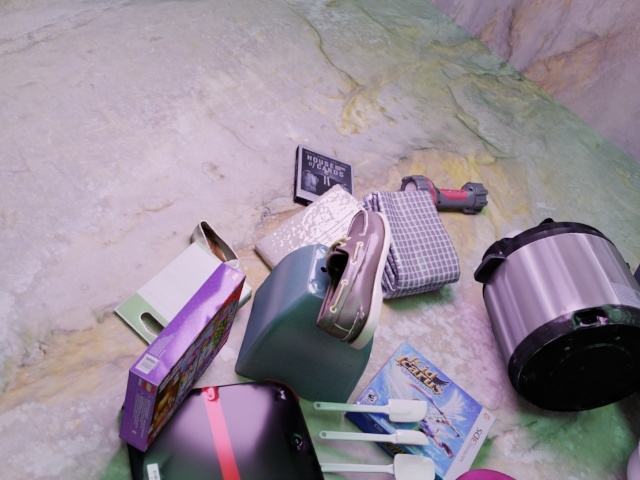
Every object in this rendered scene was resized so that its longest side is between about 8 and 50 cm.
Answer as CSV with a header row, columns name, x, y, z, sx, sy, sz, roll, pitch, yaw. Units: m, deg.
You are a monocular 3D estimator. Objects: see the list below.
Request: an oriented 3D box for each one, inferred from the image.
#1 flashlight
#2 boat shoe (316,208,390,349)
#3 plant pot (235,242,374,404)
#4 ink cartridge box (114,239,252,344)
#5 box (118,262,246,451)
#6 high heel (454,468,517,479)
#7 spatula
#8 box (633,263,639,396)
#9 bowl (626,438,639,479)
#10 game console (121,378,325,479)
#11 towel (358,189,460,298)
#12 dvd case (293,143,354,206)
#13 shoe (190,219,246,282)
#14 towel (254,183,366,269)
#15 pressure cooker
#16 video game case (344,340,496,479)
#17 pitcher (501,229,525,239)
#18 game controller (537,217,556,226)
name,x,y,z,sx,sy,sz,roll,pitch,yaw
flashlight,0.385,-0.147,2.077,0.304,0.103,0.103,-2,55,-32
boat shoe,0.059,0.051,1.267,0.096,0.116,0.324,24,46,-14
plant pot,0.000,0.153,1.408,0.247,0.252,0.247,23,40,-11
ink cartridge box,-0.282,0.131,1.410,0.171,0.056,0.235,40,62,11
box,-0.238,0.199,1.187,0.057,0.201,0.293,27,41,7
high heel,0.257,0.520,1.238,0.377,0.127,0.181,0,10,-14
spatula,0.105,0.395,1.341,0.242,0.019,0.168,5,62,-10
box,1.020,0.233,1.690,0.297,0.472,0.480,17,19,-19
bowl,0.822,0.593,1.565,0.297,0.134,0.298,17,41,-16
game console,-0.153,0.430,1.190,0.341,0.060,0.387,-2,49,-26
towel,0.224,-0.003,1.759,0.235,0.121,0.284,-8,73,-36
dvd case,0.013,-0.168,1.920,0.179,0.030,0.239,18,42,-16
shoe,-0.229,0.045,1.524,0.076,0.058,0.219,-14,57,-40
towel,0.000,0.000,1.644,0.282,0.049,0.187,-36,69,-17
pressure cooker,0.604,0.161,1.673,0.420,0.375,0.370,-96,159,-47
video game case,0.223,0.381,1.463,0.269,0.061,0.244,40,40,10
pitcher,0.600,0.083,1.963,0.177,0.125,0.207,20,50,-12
game controller,0.706,0.093,1.955,0.319,0.067,0.166,62,28,-9
